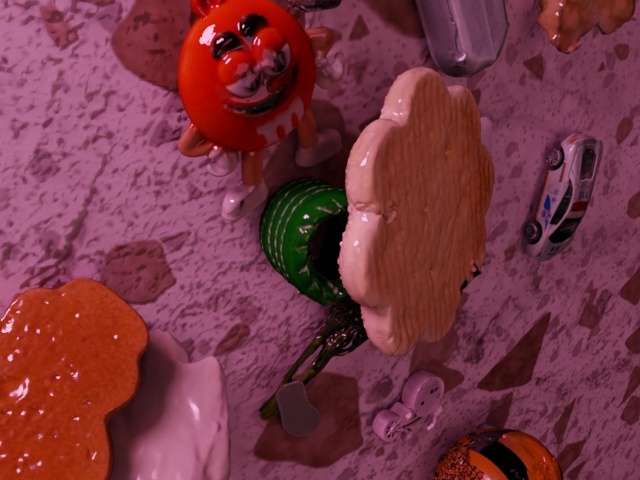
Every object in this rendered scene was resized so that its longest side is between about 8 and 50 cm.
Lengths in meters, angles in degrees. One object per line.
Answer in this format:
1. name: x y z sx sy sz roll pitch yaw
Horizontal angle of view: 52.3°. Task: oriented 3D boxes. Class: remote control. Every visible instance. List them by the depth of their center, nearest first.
1. remote control: 0.144 -0.290 0.695 0.104 0.052 0.247 -39 127 -18

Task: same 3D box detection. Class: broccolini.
1. broccolini: -0.007 0.140 0.804 0.201 0.058 0.074 -44 92 10

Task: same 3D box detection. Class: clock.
1. clock: 0.132 0.252 0.958 0.129 0.041 0.087 -36 126 -25

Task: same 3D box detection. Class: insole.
1. insole: -0.027 0.212 0.811 0.053 0.002 0.152 -24 141 -11

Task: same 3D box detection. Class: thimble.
1. thimble: 0.000 0.000 0.697 0.118 0.090 0.130 -18 121 -34

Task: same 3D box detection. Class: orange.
1. orange: 0.287 0.420 1.068 0.235 0.182 0.234 -21 120 -42

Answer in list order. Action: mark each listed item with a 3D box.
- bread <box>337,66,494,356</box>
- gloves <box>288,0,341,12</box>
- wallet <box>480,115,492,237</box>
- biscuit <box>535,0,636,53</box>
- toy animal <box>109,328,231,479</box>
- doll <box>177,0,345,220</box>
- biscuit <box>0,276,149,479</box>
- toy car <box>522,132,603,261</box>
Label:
1. bread: 0.109 -0.026 0.701 0.316 0.054 0.315 -17 111 -51
2. gloves: -0.009 -0.278 0.561 0.114 0.071 0.153 -47 131 -47
3. wallet: 0.185 -0.066 0.849 0.095 0.033 0.189 -25 124 -25
4. biscuit: 0.339 -0.314 0.829 0.183 0.061 0.118 -24 123 -30
5. toy animal: -0.219 0.247 0.616 0.188 0.267 0.307 86 13 -45
6. doll: -0.051 -0.133 0.598 0.183 0.085 0.217 -35 138 -20
7. biscuit: -0.272 0.167 0.509 0.333 0.202 0.047 -51 180 -30
8. toy car: 0.366 -0.061 0.979 0.096 0.056 0.204 -4 113 -38
